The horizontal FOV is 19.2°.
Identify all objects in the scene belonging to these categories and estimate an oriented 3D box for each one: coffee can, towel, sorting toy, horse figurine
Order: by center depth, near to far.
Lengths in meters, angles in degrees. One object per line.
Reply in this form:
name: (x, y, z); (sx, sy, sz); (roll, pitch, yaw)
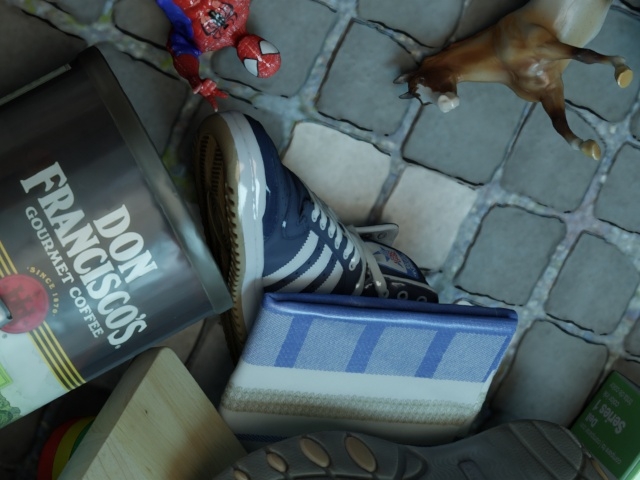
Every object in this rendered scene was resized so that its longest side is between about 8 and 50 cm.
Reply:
coffee can: (-0.225, 0.021, 1.277); (0.275, 0.201, 0.201); (-29, 114, -5)
sorting toy: (-0.132, 0.252, 1.320); (0.257, 0.089, 0.255); (58, 44, -31)
horse figurine: (0.196, -0.170, 1.373); (0.263, 0.174, 0.066); (-51, 130, -5)
towel: (0.012, 0.145, 1.420); (0.209, 0.034, 0.285); (4, 132, -21)

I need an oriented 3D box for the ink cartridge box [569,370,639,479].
ink cartridge box: (0.248, 0.282, 1.552); (0.201, 0.117, 0.278); (34, 96, -24)

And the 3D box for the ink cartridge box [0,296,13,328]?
ink cartridge box: (-0.298, 0.020, 1.150); (0.145, 0.045, 0.179); (-37, 89, -4)

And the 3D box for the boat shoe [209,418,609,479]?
boat shoe: (0.057, 0.222, 1.372); (0.355, 0.132, 0.130); (1, 135, -31)

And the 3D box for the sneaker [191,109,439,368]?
sneaker: (0.000, 0.000, 1.361); (0.153, 0.099, 0.282); (-17, 138, -10)

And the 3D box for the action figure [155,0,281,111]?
action figure: (-0.120, -0.193, 1.273); (0.280, 0.139, 0.091); (40, 94, -27)
